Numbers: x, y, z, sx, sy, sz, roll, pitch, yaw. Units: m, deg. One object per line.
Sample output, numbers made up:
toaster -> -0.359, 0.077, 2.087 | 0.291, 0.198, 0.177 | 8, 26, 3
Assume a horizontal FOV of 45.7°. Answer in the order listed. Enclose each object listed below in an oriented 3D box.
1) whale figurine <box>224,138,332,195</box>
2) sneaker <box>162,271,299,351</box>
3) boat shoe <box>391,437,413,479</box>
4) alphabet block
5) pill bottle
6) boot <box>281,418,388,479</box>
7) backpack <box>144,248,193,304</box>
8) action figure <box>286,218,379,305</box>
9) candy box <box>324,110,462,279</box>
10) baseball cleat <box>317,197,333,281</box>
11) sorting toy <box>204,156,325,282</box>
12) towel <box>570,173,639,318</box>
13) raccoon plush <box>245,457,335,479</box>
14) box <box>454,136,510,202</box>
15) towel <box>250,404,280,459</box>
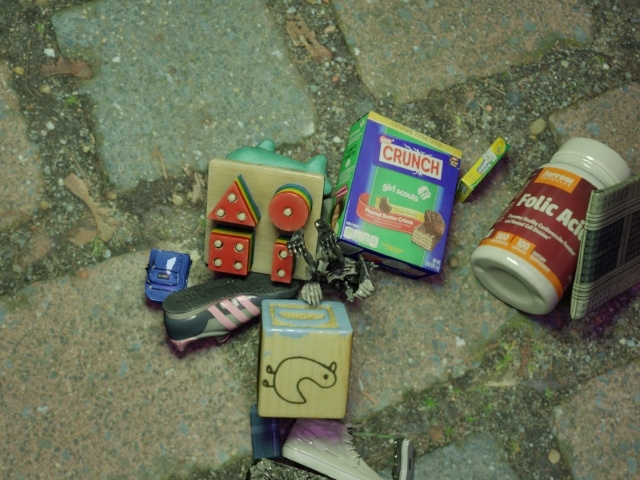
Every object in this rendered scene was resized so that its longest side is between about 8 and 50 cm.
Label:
whale figurine -> -0.108, -0.146, 1.780 | 0.272, 0.141, 0.216 | -7, 75, -6
sneaker -> -0.199, 0.159, 1.722 | 0.319, 0.112, 0.131 | -11, 119, -22
boat shoe -> 0.180, 0.509, 1.687 | 0.040, 0.049, 0.142 | 0, 80, 30
alphabet block -> -0.039, 0.249, 1.621 | 0.193, 0.193, 0.197 | 2, 104, -4
pill bottle -> 0.548, -0.040, 1.783 | 0.224, 0.224, 0.392 | 38, 74, 5
boot -> 0.053, 0.460, 1.657 | 0.258, 0.095, 0.123 | 24, 75, -1
backpack -> -0.351, 0.083, 1.714 | 0.098, 0.101, 0.120 | 8, 79, 2
action figure -> 0.030, 0.074, 1.647 | 0.164, 0.275, 0.140 | -17, 54, 19
candy box -> 0.172, -0.101, 1.777 | 0.268, 0.122, 0.317 | 19, 72, -20
baseball cleat -> 0.000, 0.000, 1.790 | 0.110, 0.072, 0.205 | -5, 74, -8
sorting toy -> -0.134, -0.034, 1.682 | 0.257, 0.089, 0.255 | 9, 114, 5
towel -> 0.682, -0.006, 1.743 | 0.324, 0.056, 0.312 | -19, 119, -37
raccoon plush -> -0.044, 0.601, 1.463 | 0.216, 0.446, 0.299 | 27, 70, -26
box -> 0.384, -0.164, 1.862 | 0.043, 0.105, 0.179 | 43, 75, 7
towel -> -0.120, 0.420, 1.672 | 0.067, 0.029, 0.119 | -12, 71, 20
